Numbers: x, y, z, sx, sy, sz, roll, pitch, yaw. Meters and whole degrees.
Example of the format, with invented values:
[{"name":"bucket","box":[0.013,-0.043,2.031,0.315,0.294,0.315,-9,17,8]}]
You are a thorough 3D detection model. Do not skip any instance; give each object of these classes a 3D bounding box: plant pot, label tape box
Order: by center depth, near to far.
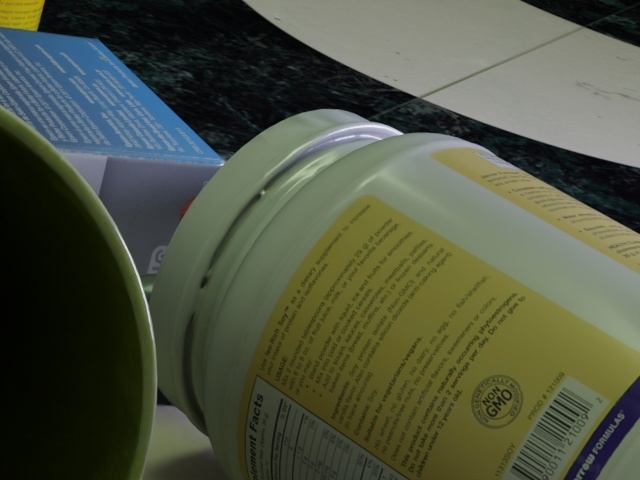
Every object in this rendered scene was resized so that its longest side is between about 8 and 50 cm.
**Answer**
[{"name":"plant pot","box":[-0.237,0.042,0.906,0.275,0.274,0.293,12,5,-17]},{"name":"label tape box","box":[-0.275,-0.068,1.346,0.348,0.115,0.249,2,24,-30]}]

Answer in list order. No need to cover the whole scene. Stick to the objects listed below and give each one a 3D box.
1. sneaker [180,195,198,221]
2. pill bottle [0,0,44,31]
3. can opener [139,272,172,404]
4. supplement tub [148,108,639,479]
[{"name":"sneaker","box":[0.000,0.000,1.299,0.121,0.112,0.299,-20,-2,15]},{"name":"pill bottle","box":[-0.275,-0.193,1.522,0.117,0.215,0.117,16,20,-6]},{"name":"can opener","box":[-0.168,0.044,1.164,0.280,0.093,0.074,6,35,-32]},{"name":"supplement tub","box":[0.089,0.086,1.047,0.331,0.241,0.241,32,24,35]}]
